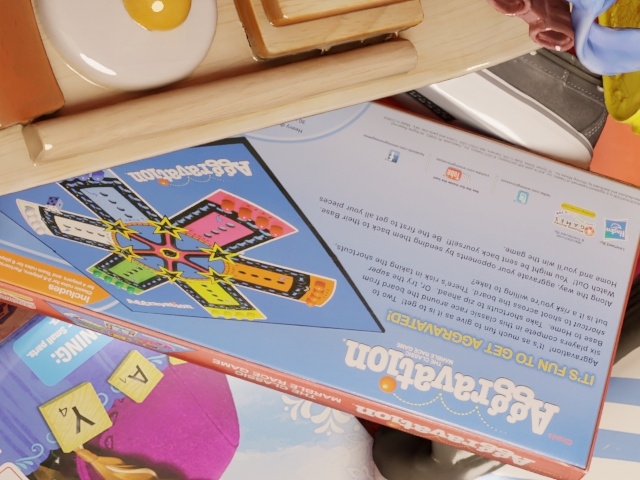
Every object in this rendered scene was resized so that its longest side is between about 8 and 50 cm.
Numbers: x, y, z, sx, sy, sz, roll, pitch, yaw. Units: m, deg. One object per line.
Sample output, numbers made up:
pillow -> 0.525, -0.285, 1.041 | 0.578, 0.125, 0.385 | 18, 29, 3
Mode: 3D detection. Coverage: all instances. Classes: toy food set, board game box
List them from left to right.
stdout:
board game box -> -0.103, 0.183, 0.895 | 0.319, 0.066, 0.318 | -39, 112, 3
toy food set -> -0.045, -0.154, 0.684 | 0.306, 0.092, 0.219 | -17, 88, -33
board game box -> 0.000, 0.000, 0.790 | 0.281, 0.027, 0.145 | 18, 64, 0

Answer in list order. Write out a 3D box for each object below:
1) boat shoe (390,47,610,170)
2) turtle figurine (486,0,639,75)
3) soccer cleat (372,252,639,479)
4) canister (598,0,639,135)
boat shoe -> 0.049, -0.111, 0.823 | 0.228, 0.080, 0.076 | 33, 79, -16
turtle figurine -> 0.166, -0.216, 0.679 | 0.198, 0.266, 0.274 | 6, 119, 7
soccer cleat -> 0.178, 0.075, 0.881 | 0.331, 0.116, 0.143 | -27, 117, -12
canister -> 0.226, -0.100, 0.838 | 0.170, 0.126, 0.073 | 11, 151, -17
